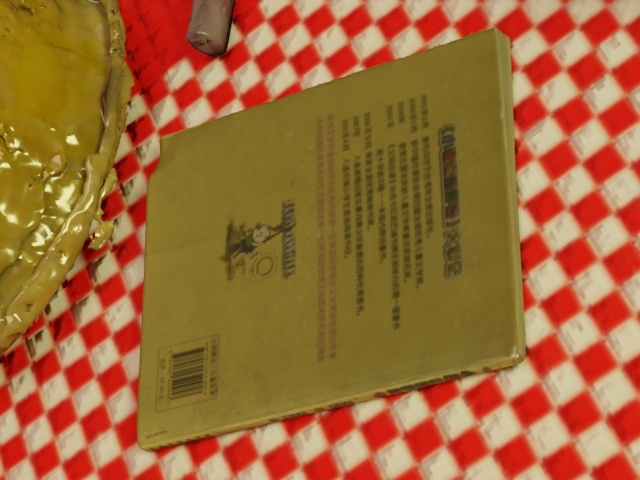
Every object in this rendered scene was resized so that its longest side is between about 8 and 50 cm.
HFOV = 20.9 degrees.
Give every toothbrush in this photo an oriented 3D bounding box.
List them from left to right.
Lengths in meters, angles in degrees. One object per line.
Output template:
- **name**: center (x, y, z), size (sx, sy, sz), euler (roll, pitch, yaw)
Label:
- **toothbrush**: center (-0.044, -0.253, 0.953), size (0.029, 0.024, 0.354), euler (-13, 58, 34)

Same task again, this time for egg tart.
- **egg tart**: center (-0.241, -0.052, 0.910), size (0.315, 0.120, 0.315), euler (-16, 56, 25)

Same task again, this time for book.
- **book**: center (0.000, 0.000, 0.788), size (0.192, 0.013, 0.168), euler (-15, 57, 26)
